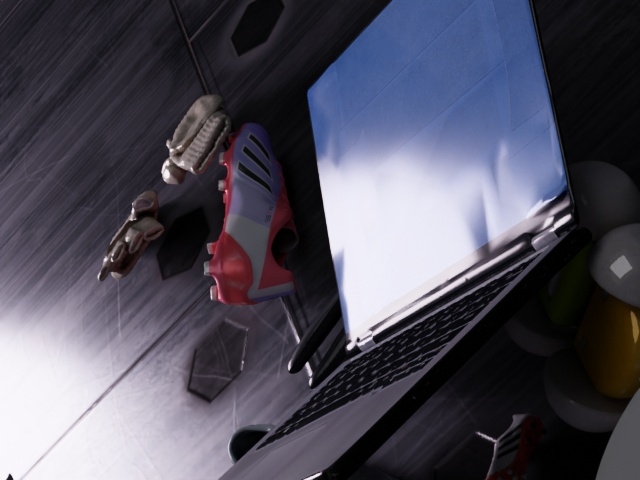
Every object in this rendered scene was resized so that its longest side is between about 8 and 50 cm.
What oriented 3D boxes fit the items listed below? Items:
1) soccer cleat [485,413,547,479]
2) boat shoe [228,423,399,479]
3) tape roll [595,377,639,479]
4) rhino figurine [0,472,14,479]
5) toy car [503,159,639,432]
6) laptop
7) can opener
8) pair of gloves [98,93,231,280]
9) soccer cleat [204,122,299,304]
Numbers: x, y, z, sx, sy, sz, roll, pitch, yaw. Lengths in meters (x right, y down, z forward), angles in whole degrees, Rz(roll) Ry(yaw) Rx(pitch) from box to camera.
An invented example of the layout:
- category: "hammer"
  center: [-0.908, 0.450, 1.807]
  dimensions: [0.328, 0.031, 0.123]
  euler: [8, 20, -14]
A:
- category: "soccer cleat"
  center: [0.147, 0.173, 1.078]
  dimensions: [0.083, 0.029, 0.035]
  euler: [-61, 26, -10]
- category: "boat shoe"
  center: [-0.007, 0.213, 1.183]
  dimensions: [0.227, 0.081, 0.079]
  euler: [15, 76, 54]
- category: "tape roll"
  center: [0.298, 0.171, 0.770]
  dimensions: [0.246, 0.169, 0.246]
  euler: [-31, 42, 33]
- category: "rhino figurine"
  center: [-0.312, 0.334, 1.466]
  dimensions: [0.106, 0.073, 0.243]
  euler: [-56, 37, 13]
- category: "toy car"
  center: [0.223, 0.039, 0.998]
  dimensions: [0.182, 0.136, 0.159]
  euler: [-116, 33, -48]
- category: "laptop"
  center: [0.000, 0.000, 1.050]
  dimensions: [0.408, 0.236, 0.382]
  euler: [-40, 0, -29]
- category: "can opener"
  center: [0.034, 0.057, 1.289]
  dimensions: [0.059, 0.073, 0.186]
  euler: [30, 91, 16]
- category: "pair of gloves"
  center: [-0.181, -0.065, 1.582]
  dimensions: [0.240, 0.042, 0.204]
  euler: [-54, 13, 8]
- category: "soccer cleat"
  center: [-0.063, -0.030, 1.460]
  dimensions: [0.095, 0.083, 0.248]
  euler: [-1, 45, 7]
